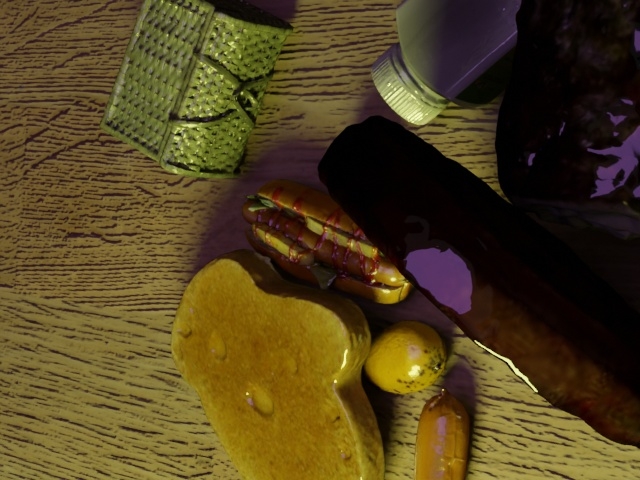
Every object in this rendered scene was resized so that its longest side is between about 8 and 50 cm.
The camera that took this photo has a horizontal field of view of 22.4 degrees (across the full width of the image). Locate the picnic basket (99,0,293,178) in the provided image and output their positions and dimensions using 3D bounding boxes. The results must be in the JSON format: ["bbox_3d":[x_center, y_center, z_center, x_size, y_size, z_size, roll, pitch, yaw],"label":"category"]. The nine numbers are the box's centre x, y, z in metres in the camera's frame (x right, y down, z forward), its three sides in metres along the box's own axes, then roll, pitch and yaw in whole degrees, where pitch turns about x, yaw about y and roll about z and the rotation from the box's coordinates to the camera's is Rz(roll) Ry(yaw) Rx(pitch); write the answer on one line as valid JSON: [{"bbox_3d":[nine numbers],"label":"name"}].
[{"bbox_3d":[-0.137,-0.185,1.883,0.154,0.134,0.196,30,106,32],"label":"picnic basket"}]

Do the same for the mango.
[{"bbox_3d":[0.087,0.127,1.755,0.114,0.057,0.079,-11,90,39],"label":"mango"}]

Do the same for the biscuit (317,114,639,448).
[{"bbox_3d":[0.175,0.025,1.483,0.407,0.407,0.091,45,103,29],"label":"biscuit"}]

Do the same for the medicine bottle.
[{"bbox_3d":[0.147,-0.211,1.696,0.188,0.088,0.132,-40,66,29],"label":"medicine bottle"}]

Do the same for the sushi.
[{"bbox_3d":[0.325,-0.136,1.444,0.299,0.281,0.294,17,93,43],"label":"sushi"}]

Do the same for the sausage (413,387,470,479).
[{"bbox_3d":[0.127,0.246,1.724,0.062,0.054,0.183,-163,77,-68],"label":"sausage"}]

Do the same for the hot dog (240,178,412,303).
[{"bbox_3d":[0.000,0.000,1.812,0.250,0.076,0.104,24,104,33],"label":"hot dog"}]

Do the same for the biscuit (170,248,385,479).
[{"bbox_3d":[-0.034,0.154,1.814,0.344,0.057,0.287,53,133,21],"label":"biscuit"}]
